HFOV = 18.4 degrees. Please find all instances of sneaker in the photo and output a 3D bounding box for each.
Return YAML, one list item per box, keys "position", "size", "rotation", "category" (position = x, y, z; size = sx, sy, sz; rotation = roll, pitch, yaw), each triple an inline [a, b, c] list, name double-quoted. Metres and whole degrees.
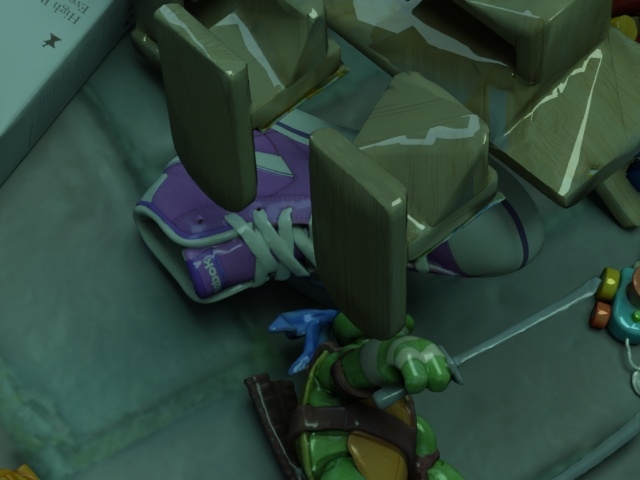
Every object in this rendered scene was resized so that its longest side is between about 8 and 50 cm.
- position: [0.000, 0.001, 1.303]
  size: [0.282, 0.102, 0.161]
  rotation: [13, 44, 37]
  category: "sneaker"

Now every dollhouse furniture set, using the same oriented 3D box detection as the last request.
- position: [0.051, -0.147, 1.266]
  size: [0.362, 0.256, 0.394]
  rotation: [-38, 61, -22]
  category: "dollhouse furniture set"

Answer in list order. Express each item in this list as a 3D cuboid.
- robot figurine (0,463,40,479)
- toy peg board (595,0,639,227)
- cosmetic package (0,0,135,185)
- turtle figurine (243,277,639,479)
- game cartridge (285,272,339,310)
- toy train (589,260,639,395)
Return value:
- position: [-0.310, 0.201, 1.184]
  size: [0.291, 0.085, 0.211]
  rotation: [-35, 74, -27]
  category: "robot figurine"
- position: [0.245, -0.123, 1.445]
  size: [0.161, 0.079, 0.160]
  rotation: [51, 58, -21]
  category: "toy peg board"
- position: [-0.232, -0.130, 1.379]
  size: [0.117, 0.085, 0.231]
  rotation: [30, 59, 5]
  category: "cosmetic package"
- position: [0.075, 0.154, 1.234]
  size: [0.274, 0.198, 0.266]
  rotation: [15, 64, 0]
  category: "turtle figurine"
- position: [0.001, 0.014, 1.394]
  size: [0.083, 0.017, 0.056]
  rotation: [32, 64, 6]
  category: "game cartridge"
- position: [0.277, 0.039, 1.426]
  size: [0.166, 0.046, 0.125]
  rotation: [-29, 72, -25]
  category: "toy train"
